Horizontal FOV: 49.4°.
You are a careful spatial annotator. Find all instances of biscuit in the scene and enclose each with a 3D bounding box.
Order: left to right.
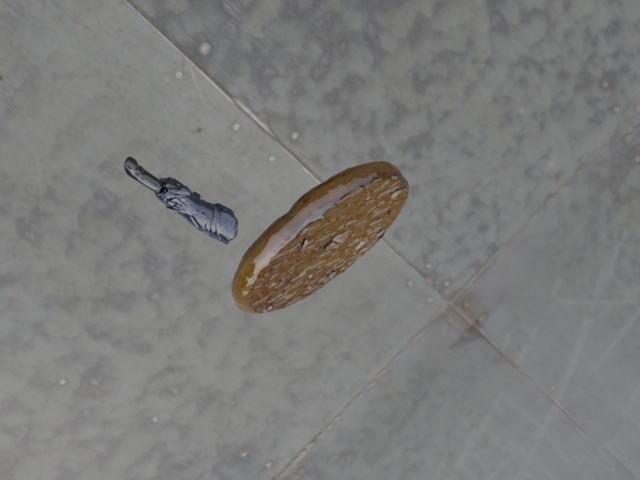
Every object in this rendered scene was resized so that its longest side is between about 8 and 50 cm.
[{"bbox_3d":[0.000,0.000,0.691,0.212,0.036,0.212,-33,160,-14],"label":"biscuit"}]

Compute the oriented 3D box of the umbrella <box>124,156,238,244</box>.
[{"bbox_3d":[-0.256,-0.078,1.288,0.248,0.071,0.071,34,101,-21],"label":"umbrella"}]
